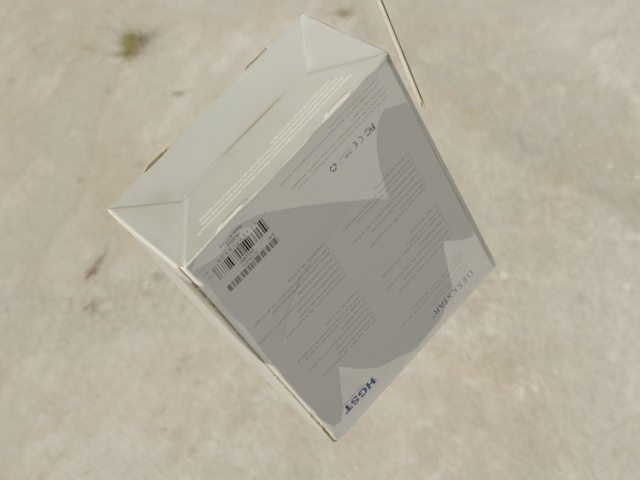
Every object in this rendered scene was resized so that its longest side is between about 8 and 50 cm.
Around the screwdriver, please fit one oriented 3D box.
[{"bbox_3d":[0.048,-0.182,0.888,0.024,0.170,0.025,-25,8,-39],"label":"screwdriver"}]

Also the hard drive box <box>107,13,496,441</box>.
[{"bbox_3d":[0.000,0.000,0.748,0.181,0.232,0.089,-46,47,-11],"label":"hard drive box"}]
